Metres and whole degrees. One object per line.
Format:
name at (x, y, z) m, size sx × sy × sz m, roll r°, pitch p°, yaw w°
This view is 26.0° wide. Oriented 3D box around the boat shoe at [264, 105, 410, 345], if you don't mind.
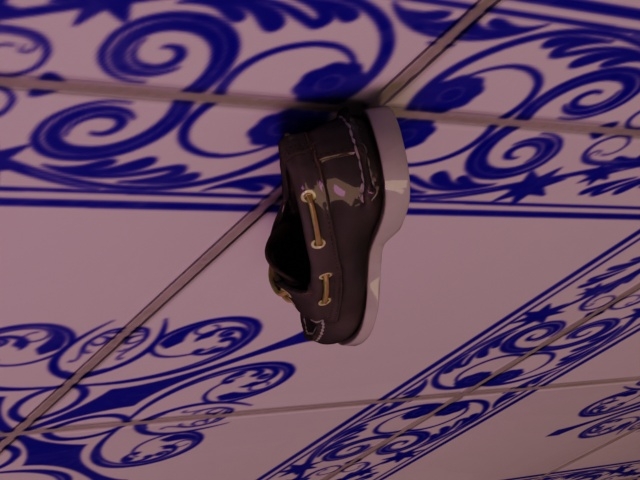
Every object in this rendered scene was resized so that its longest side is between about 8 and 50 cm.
boat shoe at (0.000, 0.000, 0.829) m, size 0.068 × 0.081 × 0.228 m, roll -10°, pitch 150°, yaw -12°
